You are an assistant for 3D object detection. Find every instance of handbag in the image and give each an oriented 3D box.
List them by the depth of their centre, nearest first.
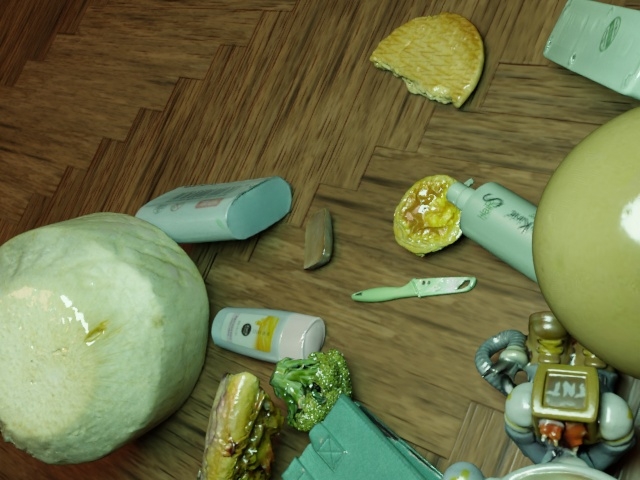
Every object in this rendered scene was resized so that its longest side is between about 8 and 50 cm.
[{"bbox_3d":[0.055,0.380,1.076,0.274,0.100,0.269,35,95,44],"label":"handbag"}]

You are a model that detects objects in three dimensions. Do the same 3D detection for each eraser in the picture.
[{"bbox_3d":[-0.186,-0.051,1.440,0.227,0.174,0.081,-4,108,38],"label":"eraser"}]

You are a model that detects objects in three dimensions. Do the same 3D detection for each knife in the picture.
[{"bbox_3d":[0.132,0.071,1.220,0.207,0.014,0.030,-8,64,34],"label":"knife"}]

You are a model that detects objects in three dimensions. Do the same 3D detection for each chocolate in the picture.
[{"bbox_3d":[0.000,0.000,1.347,0.064,0.031,0.101,-33,46,44],"label":"chocolate"}]

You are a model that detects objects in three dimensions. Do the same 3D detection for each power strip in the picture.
[{"bbox_3d":[0.359,-0.235,1.015,0.385,0.062,0.091,-91,23,-71],"label":"power strip"}]

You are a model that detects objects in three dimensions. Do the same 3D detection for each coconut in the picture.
[{"bbox_3d":[-0.367,0.152,1.343,0.344,0.415,0.415,5,69,7],"label":"coconut"}]

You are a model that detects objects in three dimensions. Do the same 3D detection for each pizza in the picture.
[{"bbox_3d":[-0.107,0.310,1.173,0.085,0.161,0.306,14,117,19],"label":"pizza"}]

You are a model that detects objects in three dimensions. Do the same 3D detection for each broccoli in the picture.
[{"bbox_3d":[-0.012,0.212,1.190,0.131,0.120,0.130,-85,21,-72],"label":"broccoli"}]

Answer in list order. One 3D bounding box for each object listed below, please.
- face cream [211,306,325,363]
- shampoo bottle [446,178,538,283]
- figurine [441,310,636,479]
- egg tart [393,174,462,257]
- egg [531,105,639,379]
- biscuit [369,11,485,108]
[{"bbox_3d":[-0.085,0.149,1.320,0.198,0.057,0.084,3,71,39],"label":"face cream"},{"bbox_3d":[0.266,-0.005,1.086,0.262,0.085,0.085,38,94,36],"label":"shampoo bottle"},{"bbox_3d":[0.273,0.260,0.907,0.261,0.186,0.382,-2,61,26],"label":"figurine"},{"bbox_3d":[0.166,-0.032,1.218,0.130,0.052,0.130,-17,58,29],"label":"egg tart"},{"bbox_3d":[0.403,0.006,0.836,0.373,0.301,0.301,8,68,-2],"label":"egg"},{"bbox_3d":[0.186,-0.302,1.349,0.224,0.033,0.144,35,90,43],"label":"biscuit"}]
